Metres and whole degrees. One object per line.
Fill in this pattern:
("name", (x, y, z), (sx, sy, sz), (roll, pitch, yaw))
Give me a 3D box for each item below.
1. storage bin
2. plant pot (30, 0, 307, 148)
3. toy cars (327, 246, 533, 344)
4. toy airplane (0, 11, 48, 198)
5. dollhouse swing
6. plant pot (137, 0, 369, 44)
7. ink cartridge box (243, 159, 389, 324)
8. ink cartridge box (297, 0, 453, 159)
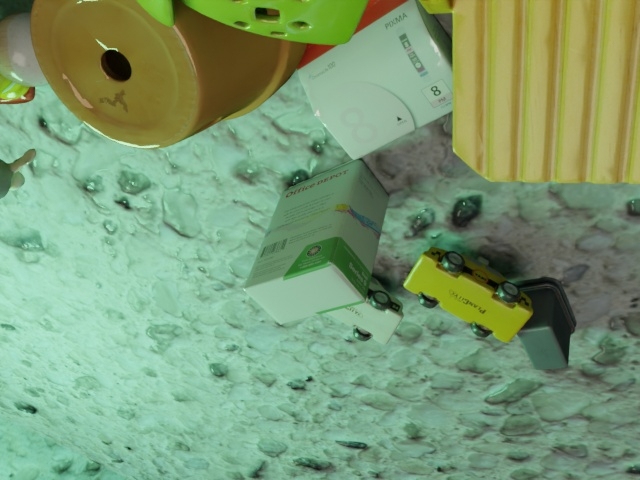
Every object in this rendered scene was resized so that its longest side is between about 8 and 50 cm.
("storage bin", (0.350, 0.141, 1.030), (0.098, 0.091, 0.135), (-12, 128, 29))
("plant pot", (-0.179, -0.240, 0.727), (0.291, 0.203, 0.290), (12, 132, 14))
("toy cars", (0.145, 0.080, 1.050), (0.394, 0.087, 0.176), (-6, 120, 30))
("toy airplane", (-0.437, -0.232, 0.730), (0.273, 0.384, 0.386), (1, 136, -2))
("dollhouse swing", (0.254, -0.192, 0.565), (0.347, 0.315, 0.304), (3, 100, 17))
("plant pot", (-0.065, -0.311, 0.527), (0.207, 0.227, 0.228), (-4, 170, -11))
("ink cartridge box", (0.000, 0.000, 0.923), (0.154, 0.212, 0.093), (-19, 128, 33))
("ink cartridge box", (0.051, -0.228, 0.789), (0.189, 0.066, 0.232), (-23, 127, 36))
